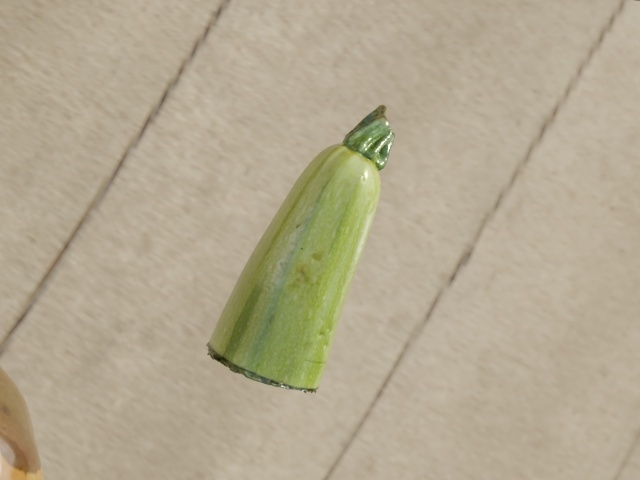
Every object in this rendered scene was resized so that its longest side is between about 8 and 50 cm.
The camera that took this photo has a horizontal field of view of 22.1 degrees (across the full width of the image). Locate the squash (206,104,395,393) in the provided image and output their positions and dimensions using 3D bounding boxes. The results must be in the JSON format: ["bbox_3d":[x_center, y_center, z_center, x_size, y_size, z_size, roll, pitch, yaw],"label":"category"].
[{"bbox_3d":[0.000,0.000,1.231,0.094,0.094,0.224,21,96,-41],"label":"squash"}]

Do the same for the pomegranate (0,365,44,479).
[{"bbox_3d":[-0.393,0.193,1.286,0.338,0.338,0.338,-15,116,-33],"label":"pomegranate"}]
